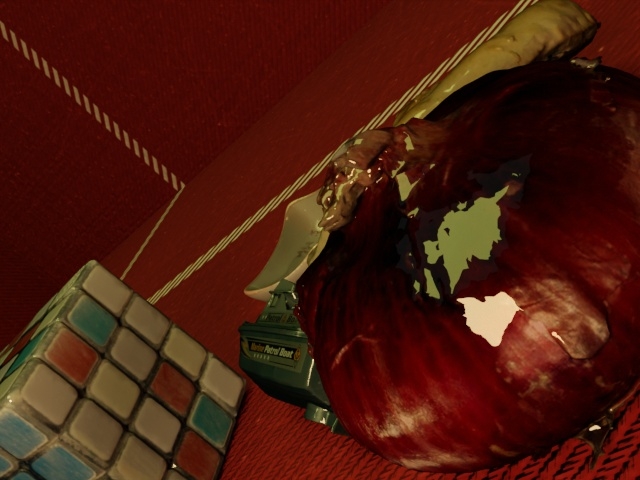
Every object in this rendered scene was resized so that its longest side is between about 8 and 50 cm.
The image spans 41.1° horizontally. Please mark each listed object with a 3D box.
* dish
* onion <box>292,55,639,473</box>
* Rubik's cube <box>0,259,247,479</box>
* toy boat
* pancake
[{"bbox_3d":[0.000,0.000,1.139,0.151,0.077,0.212,-33,21,36],"label":"dish"},{"bbox_3d":[0.107,0.000,0.583,0.314,0.232,0.314,-43,15,14],"label":"onion"},{"bbox_3d":[-0.276,0.229,0.985,0.256,0.259,0.253,-38,20,27],"label":"Rubik's cube"},{"bbox_3d":[-0.010,0.104,0.831,0.296,0.114,0.122,-1,70,68],"label":"toy boat"},{"bbox_3d":[0.124,-0.095,0.881,0.387,0.082,0.387,-43,-9,-9],"label":"pancake"}]
